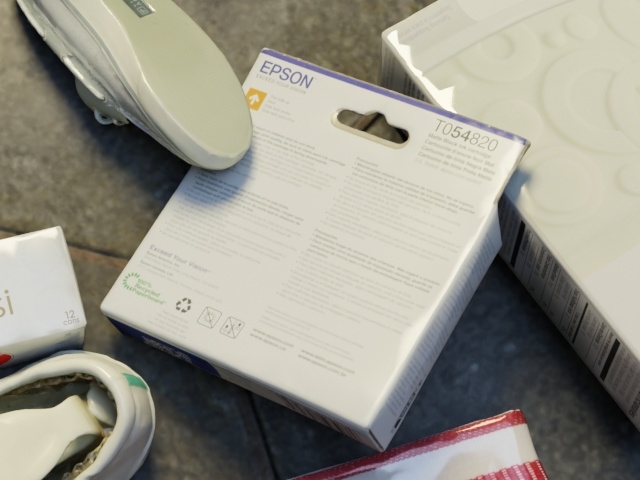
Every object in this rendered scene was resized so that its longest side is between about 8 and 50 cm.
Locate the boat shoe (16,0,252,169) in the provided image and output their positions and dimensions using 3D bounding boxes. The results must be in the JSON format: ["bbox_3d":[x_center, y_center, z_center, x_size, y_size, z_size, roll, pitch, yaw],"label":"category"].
[{"bbox_3d":[-0.134,-0.125,1.252,0.079,0.081,0.227,-24,68,-45],"label":"boat shoe"}]

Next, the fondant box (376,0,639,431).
[{"bbox_3d":[0.227,-0.059,1.250,0.238,0.096,0.330,-31,70,-15],"label":"fondant box"}]

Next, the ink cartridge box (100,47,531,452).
[{"bbox_3d":[0.000,0.000,1.207,0.223,0.045,0.224,23,72,28],"label":"ink cartridge box"}]

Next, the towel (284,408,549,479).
[{"bbox_3d":[0.070,0.296,1.161,0.237,0.037,0.329,-17,77,0],"label":"towel"}]

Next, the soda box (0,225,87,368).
[{"bbox_3d":[-0.266,0.055,1.187,0.216,0.069,0.074,-13,76,-13],"label":"soda box"}]

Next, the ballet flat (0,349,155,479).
[{"bbox_3d":[-0.278,0.185,1.116,0.400,0.139,0.139,-32,82,-16],"label":"ballet flat"}]
